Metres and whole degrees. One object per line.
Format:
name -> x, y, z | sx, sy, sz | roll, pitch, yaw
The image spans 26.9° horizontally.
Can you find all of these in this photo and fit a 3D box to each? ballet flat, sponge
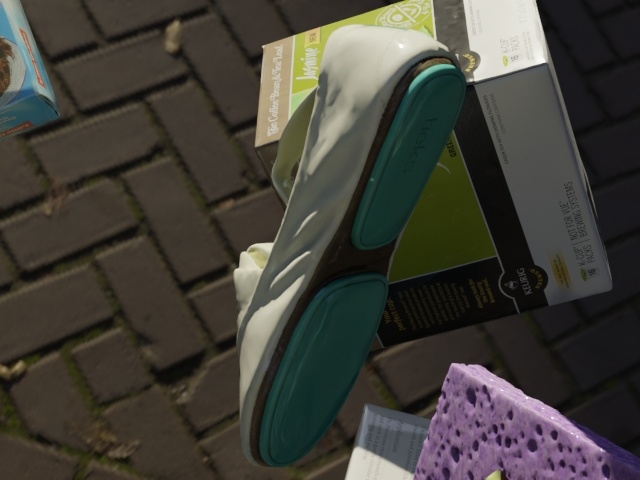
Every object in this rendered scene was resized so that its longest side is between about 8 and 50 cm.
ballet flat -> 0.000, 0.000, 1.138 | 0.139, 0.400, 0.139 | 18, 20, -7
sponge -> 0.142, 0.172, 0.885 | 0.031, 0.210, 0.117 | 10, 101, -37

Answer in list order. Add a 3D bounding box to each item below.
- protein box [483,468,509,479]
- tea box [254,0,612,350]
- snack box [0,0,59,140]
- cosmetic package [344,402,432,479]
protein box -> 0.035, 0.265, 0.733 | 0.200, 0.201, 0.136 | -28, 74, -44
tea box -> 0.131, -0.084, 1.532 | 0.324, 0.329, 0.220 | -15, 38, 12
snack box -> -0.341, -0.104, 0.813 | 0.322, 0.060, 0.187 | -22, 80, -1
cosmetic package -> 0.109, 0.289, 1.394 | 0.184, 0.151, 0.151 | 15, 49, 4
